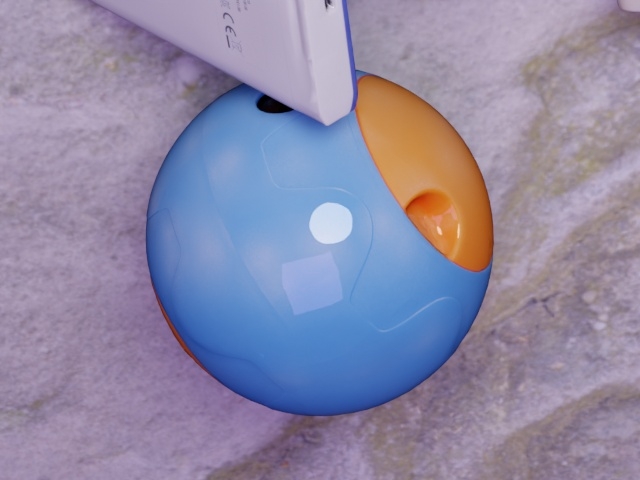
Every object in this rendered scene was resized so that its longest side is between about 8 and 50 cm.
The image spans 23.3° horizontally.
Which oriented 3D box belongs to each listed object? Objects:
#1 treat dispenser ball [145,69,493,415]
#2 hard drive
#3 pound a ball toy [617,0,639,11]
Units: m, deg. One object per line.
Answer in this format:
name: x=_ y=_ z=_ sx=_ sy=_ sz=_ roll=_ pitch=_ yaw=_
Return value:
treat dispenser ball: x=0.000 y=0.000 z=1.284 sx=0.288 sy=0.288 sz=0.288 roll=2 pitch=121 yaw=3
hard drive: x=-0.102 y=-0.233 z=1.160 sx=0.040 sy=0.318 sz=0.210 roll=-33 pitch=134 yaw=-28
pound a ball toy: x=0.265 y=-0.326 z=1.088 sx=0.208 sy=0.135 sz=0.319 roll=12 pitch=126 yaw=52
